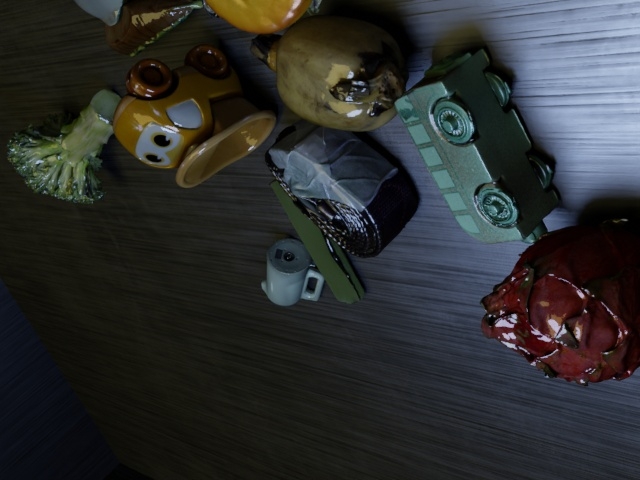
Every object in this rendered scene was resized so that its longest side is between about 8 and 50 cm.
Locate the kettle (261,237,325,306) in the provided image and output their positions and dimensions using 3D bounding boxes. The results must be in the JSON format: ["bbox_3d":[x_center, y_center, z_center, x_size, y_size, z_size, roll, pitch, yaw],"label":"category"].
[{"bbox_3d":[-0.064,0.075,1.912,0.148,0.127,0.098,99,153,-52],"label":"kettle"}]

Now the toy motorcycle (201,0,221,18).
[{"bbox_3d":[-0.237,-0.508,1.513,0.225,0.073,0.152,42,144,5],"label":"toy motorcycle"}]

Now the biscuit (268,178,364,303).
[{"bbox_3d":[0.000,0.000,1.798,0.099,0.038,0.322,-4,122,53],"label":"biscuit"}]

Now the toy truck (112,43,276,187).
[{"bbox_3d":[-0.252,-0.241,1.641,0.211,0.288,0.204,55,146,10],"label":"toy truck"}]

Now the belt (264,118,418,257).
[{"bbox_3d":[0.027,-0.097,1.558,0.289,0.164,0.184,43,155,6],"label":"belt"}]

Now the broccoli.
[{"bbox_3d":[-0.622,-0.259,2.093,0.252,0.221,0.361,36,134,5],"label":"broccoli"}]

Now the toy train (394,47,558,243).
[{"bbox_3d":[0.246,-0.133,1.315,0.159,0.129,0.326,-5,121,56],"label":"toy train"}]

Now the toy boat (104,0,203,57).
[{"bbox_3d":[-0.353,-0.441,1.692,0.293,0.099,0.108,-4,95,50],"label":"toy boat"}]

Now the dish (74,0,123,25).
[{"bbox_3d":[-0.453,-0.538,1.654,0.246,0.078,0.224,-21,85,52],"label":"dish"}]

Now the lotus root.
[{"bbox_3d":[0.006,-0.283,1.393,0.310,0.183,0.182,23,139,37],"label":"lotus root"}]

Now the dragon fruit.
[{"bbox_3d":[0.389,0.094,1.265,0.299,0.244,0.244,-9,126,6],"label":"dragon fruit"}]

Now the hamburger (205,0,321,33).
[{"bbox_3d":[-0.078,-0.452,1.309,0.246,0.170,0.246,17,133,19],"label":"hamburger"}]
